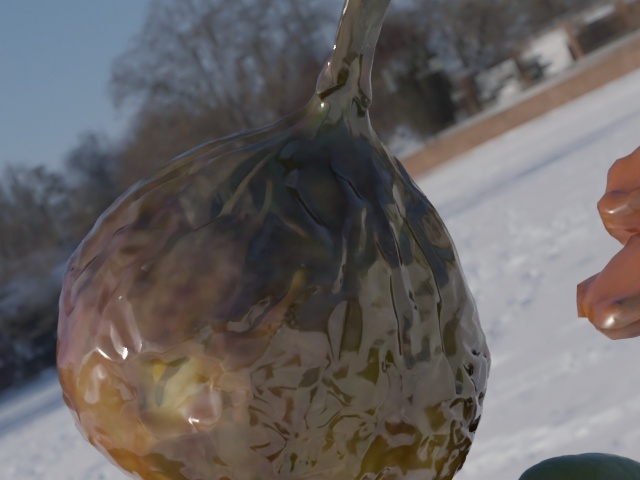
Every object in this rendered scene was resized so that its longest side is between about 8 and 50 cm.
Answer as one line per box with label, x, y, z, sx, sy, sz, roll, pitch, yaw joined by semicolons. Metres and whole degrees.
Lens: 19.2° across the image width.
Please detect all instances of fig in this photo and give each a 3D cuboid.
fig;0.000;0.000;1.185;0.368;0.286;0.286;-66;-13;18

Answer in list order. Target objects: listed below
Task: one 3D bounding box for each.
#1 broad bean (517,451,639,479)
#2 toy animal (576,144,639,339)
broad bean;0.208;0.209;1.285;0.082;0.174;0.124;-43;22;56
toy animal;0.250;0.059;0.799;0.169;0.281;0.195;-30;23;34
